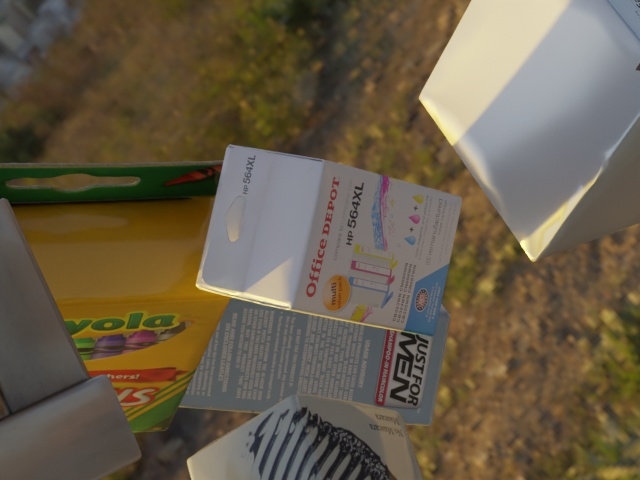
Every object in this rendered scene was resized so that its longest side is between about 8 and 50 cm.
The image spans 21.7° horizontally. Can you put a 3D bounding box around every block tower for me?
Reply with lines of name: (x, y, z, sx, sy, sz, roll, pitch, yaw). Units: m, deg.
block tower: (-0.169, 0.061, 0.649, 0.091, 0.097, 0.335, -26, 5, -23)

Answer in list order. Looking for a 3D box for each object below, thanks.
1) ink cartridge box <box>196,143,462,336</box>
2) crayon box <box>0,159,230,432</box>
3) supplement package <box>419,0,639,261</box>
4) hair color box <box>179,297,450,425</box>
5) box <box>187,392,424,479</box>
ink cartridge box: (0.000, 0.000, 1.014, 0.090, 0.143, 0.092, 11, 89, 46)
crayon box: (-0.180, 0.050, 1.129, 0.318, 0.202, 0.081, 118, 147, -61)
supplement package: (0.209, -0.121, 1.082, 0.203, 0.149, 0.194, -18, -27, -32)
hair color box: (-0.089, 0.071, 1.513, 0.185, 0.374, 0.114, -119, 37, -70)
box: (0.023, 0.229, 0.923, 0.094, 0.113, 0.275, -34, 61, 28)
